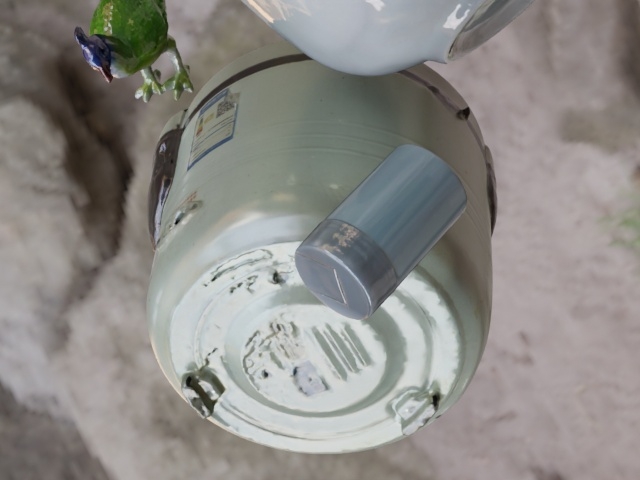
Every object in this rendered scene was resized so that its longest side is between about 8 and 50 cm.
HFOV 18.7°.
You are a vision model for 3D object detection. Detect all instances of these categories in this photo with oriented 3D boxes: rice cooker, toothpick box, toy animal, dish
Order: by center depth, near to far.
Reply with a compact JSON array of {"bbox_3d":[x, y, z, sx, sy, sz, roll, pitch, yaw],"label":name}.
[{"bbox_3d":[0.032,-0.005,1.002,0.052,0.083,0.052,33,151,21],"label":"toothpick box"},{"bbox_3d":[-0.090,-0.124,1.089,0.041,0.217,0.075,-9,116,20],"label":"toy animal"},{"bbox_3d":[0.077,-0.185,1.094,0.117,0.256,0.256,48,140,7],"label":"dish"},{"bbox_3d":[0.000,0.000,1.236,0.226,0.244,0.226,2,134,2],"label":"rice cooker"}]
